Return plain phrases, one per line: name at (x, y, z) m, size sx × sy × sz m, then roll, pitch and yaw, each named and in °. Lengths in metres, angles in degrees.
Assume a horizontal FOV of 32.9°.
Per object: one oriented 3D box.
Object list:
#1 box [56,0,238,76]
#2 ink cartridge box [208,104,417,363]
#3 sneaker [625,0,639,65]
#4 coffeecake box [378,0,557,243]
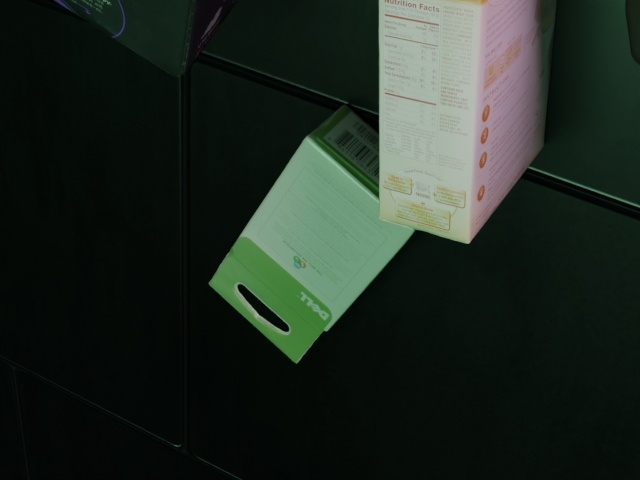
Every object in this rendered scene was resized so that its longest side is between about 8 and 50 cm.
box at (-0.104, -0.249, 0.653) m, size 0.165 × 0.143 × 0.270 m, roll 32°, pitch 158°, yaw 0°
ink cartridge box at (0.000, 0.000, 0.888) m, size 0.109 × 0.062 × 0.209 m, roll 41°, pitch 135°, yaw 3°
sneaker at (0.183, -0.214, 0.568) m, size 0.130 × 0.109 × 0.286 m, roll 26°, pitch 146°, yaw 27°
coffeecake box at (0.095, -0.117, 0.683) m, size 0.068 × 0.142 × 0.186 m, roll 16°, pitch 128°, yaw 25°
